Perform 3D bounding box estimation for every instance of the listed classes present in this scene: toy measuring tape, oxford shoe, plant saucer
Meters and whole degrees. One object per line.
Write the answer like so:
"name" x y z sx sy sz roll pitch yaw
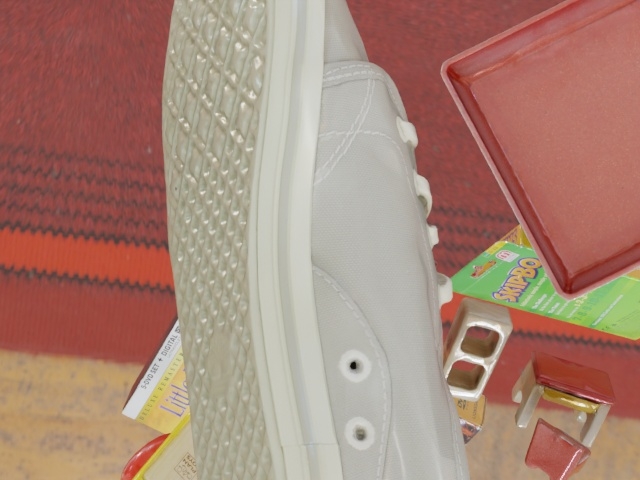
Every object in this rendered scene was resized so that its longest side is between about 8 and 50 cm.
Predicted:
"toy measuring tape" -0.070 0.172 0.984 0.121 0.121 0.330 37 100 -17
"oxford shoe" 0.000 0.000 0.630 0.130 0.169 0.449 -1 76 -24
"plant saucer" 0.284 -0.108 1.134 0.258 0.048 0.259 -26 78 0

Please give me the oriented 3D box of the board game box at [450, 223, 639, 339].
"board game box" 0.272 0.046 1.280 0.259 0.124 0.039 13 59 -22

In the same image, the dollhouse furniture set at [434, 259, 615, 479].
"dollhouse furniture set" 0.172 0.148 1.361 0.374 0.201 0.152 17 118 -5

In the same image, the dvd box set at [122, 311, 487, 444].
"dvd box set" -0.030 0.226 1.632 0.420 0.062 0.307 27 131 -9
